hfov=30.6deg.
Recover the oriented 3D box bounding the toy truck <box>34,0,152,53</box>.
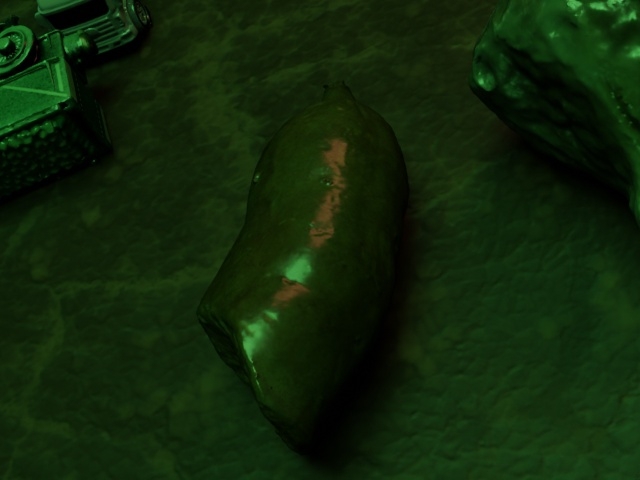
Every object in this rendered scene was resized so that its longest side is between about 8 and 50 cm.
[{"bbox_3d":[-0.263,-0.325,1.304,0.114,0.124,0.253,-17,53,12],"label":"toy truck"}]

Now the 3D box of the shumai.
[{"bbox_3d":[0.231,-0.103,0.918,0.260,0.225,0.222,7,68,22],"label":"shumai"}]

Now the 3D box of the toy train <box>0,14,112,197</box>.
[{"bbox_3d":[-0.343,-0.121,1.210,0.269,0.115,0.154,-23,62,5],"label":"toy train"}]

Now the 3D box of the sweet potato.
[{"bbox_3d":[0.000,0.000,0.978,0.158,0.158,0.370,6,56,24],"label":"sweet potato"}]
